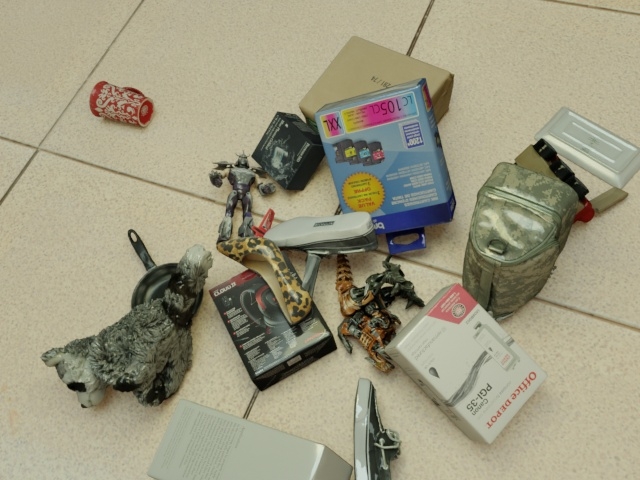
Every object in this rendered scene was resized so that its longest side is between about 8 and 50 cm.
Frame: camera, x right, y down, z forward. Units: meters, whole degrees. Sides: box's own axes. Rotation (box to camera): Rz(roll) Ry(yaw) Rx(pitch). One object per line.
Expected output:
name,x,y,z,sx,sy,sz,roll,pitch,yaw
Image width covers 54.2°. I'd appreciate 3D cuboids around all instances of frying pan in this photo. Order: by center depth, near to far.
frying pan,-0.448,0.122,1.657,0.326,0.053,0.197,29,71,23

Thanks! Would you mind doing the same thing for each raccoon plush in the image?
raccoon plush,-0.459,0.202,1.532,0.299,0.216,0.447,15,66,22

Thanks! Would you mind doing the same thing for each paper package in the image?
paper package,0.156,-0.375,1.759,0.324,0.168,0.309,28,70,21

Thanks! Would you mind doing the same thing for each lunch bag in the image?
lunch bag,0.430,0.019,1.430,0.212,0.305,0.256,28,66,24

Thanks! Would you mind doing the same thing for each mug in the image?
mug,-0.606,-0.435,1.949,0.169,0.113,0.150,18,68,14

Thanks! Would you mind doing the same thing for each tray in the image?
tray,0.729,-0.260,1.681,0.270,0.030,0.145,39,75,25

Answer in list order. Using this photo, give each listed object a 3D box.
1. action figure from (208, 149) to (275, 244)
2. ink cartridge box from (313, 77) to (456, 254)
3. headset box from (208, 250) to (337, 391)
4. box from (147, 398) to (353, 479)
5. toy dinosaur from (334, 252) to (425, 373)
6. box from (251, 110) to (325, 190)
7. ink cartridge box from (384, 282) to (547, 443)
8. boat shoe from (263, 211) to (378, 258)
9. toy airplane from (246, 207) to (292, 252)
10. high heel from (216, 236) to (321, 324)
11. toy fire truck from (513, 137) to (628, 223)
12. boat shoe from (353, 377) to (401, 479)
action figure,-0.218,-0.121,1.716,0.185,0.099,0.285,5,70,-9
ink cartridge box,0.174,-0.168,1.544,0.269,0.396,0.151,-11,20,21
headset box,-0.124,0.182,1.537,0.218,0.110,0.293,-29,61,-8
box,-0.138,0.477,1.294,0.345,0.215,0.168,10,64,25
toy dinosaur,0.119,0.149,1.503,0.218,0.164,0.322,-33,80,9
box,-0.083,-0.246,1.725,0.158,0.093,0.156,44,115,23
ink cartridge box,0.315,0.265,1.362,0.207,0.117,0.283,-44,87,-14
boat shoe,0.000,0.000,1.550,0.301,0.102,0.108,-7,30,26
toy airplane,-0.137,-0.006,1.643,0.028,0.151,0.151,-12,51,49
high heel,-0.139,0.092,1.466,0.261,0.093,0.186,12,56,3
toy fire truck,0.632,-0.136,1.579,0.158,0.246,0.217,-46,45,26
boat shoe,0.124,0.454,1.353,0.104,0.113,0.306,-1,65,2
